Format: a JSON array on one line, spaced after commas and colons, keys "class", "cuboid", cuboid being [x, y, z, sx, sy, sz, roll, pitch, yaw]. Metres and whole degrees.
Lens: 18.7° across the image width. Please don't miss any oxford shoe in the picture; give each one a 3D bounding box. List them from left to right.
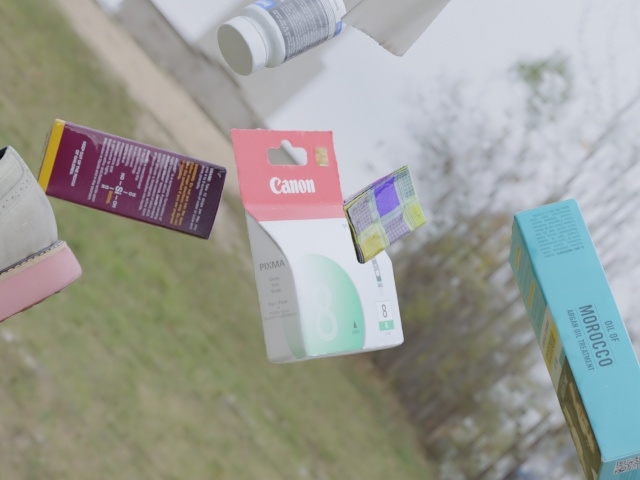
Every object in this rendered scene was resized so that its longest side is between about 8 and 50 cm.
[{"class": "oxford shoe", "cuboid": [-0.341, 0.034, 1.388, 0.123, 0.348, 0.130, -12, -79, 51]}]

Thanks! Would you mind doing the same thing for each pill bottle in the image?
[{"class": "pill bottle", "cuboid": [-0.045, -0.244, 2.217, 0.078, 0.137, 0.078, 37, -36, 34]}]

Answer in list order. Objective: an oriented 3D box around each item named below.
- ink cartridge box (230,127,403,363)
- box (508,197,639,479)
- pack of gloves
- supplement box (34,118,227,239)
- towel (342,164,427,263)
[{"class": "ink cartridge box", "cuboid": [0.000, 0.000, 1.864, 0.181, 0.056, 0.224, -4, 85, -57]}, {"class": "box", "cuboid": [0.232, 0.094, 1.708, 0.100, 0.060, 0.244, 85, -11, -64]}, {"class": "pack of gloves", "cuboid": [0.080, -0.281, 1.802, 0.195, 0.232, 0.046, 26, 32, -31]}, {"class": "supplement box", "cuboid": [-0.202, -0.063, 2.044, 0.188, 0.080, 0.104, 16, -2, -10]}, {"class": "towel", "cuboid": [0.054, -0.022, 1.637, 0.009, 0.083, 0.060, 10, -56, 49]}]
